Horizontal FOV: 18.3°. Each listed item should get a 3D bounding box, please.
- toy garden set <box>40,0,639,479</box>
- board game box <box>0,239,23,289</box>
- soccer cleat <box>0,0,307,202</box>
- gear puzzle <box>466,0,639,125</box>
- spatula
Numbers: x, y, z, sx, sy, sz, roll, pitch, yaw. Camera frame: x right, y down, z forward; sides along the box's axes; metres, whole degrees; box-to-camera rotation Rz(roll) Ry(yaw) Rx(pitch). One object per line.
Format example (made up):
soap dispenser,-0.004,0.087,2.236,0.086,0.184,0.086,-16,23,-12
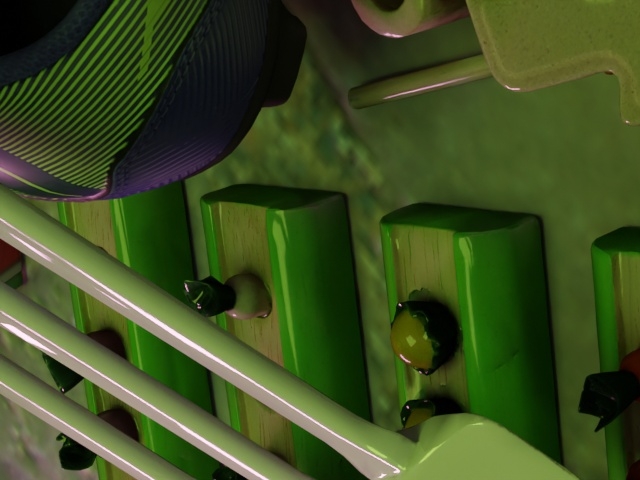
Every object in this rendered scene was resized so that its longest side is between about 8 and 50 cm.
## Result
toy garden set,0.000,0.000,0.520,0.244,0.049,0.204,8,111,44
board game box,-0.156,-0.093,0.588,0.039,0.124,0.259,10,112,42
soccer cleat,-0.073,-0.152,0.457,0.093,0.121,0.289,-14,82,35
gear puzzle,0.090,-0.118,0.392,0.175,0.044,0.339,-14,98,37
spatula,-0.033,0.036,0.465,0.242,0.019,0.168,35,159,-9
